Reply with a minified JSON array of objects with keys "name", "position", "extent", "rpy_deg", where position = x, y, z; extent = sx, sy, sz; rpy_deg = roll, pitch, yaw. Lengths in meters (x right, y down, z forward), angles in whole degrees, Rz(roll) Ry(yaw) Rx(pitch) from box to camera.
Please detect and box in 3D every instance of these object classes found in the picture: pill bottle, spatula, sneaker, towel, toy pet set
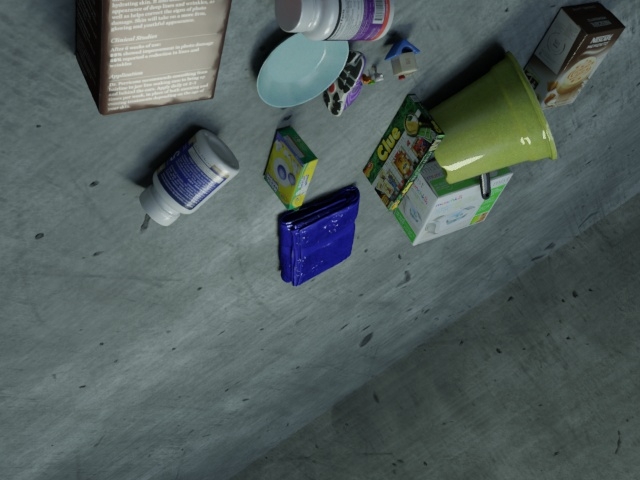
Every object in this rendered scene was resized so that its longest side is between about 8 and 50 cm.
[{"name":"pill bottle","position":[-0.259,-0.117,1.496],"extent":[0.187,0.112,0.112],"rpy_deg":[-40,153,15]},{"name":"pill bottle","position":[0.023,-0.397,1.315],"extent":[0.193,0.108,0.108],"rpy_deg":[-10,147,-36]},{"name":"spatula","position":[0.409,-0.234,1.976],"extent":[0.084,0.030,0.296],"rpy_deg":[-23,118,-15]},{"name":"sneaker","position":[0.056,-0.326,1.551],"extent":[0.071,0.068,0.170],"rpy_deg":[-36,167,-28]},{"name":"towel","position":[0.000,0.000,2.030],"extent":[0.228,0.076,0.308],"rpy_deg":[-23,153,-16]},{"name":"toy pet set","position":[0.142,-0.368,1.581],"extent":[0.122,0.065,0.114],"rpy_deg":[-15,-175,-26]}]

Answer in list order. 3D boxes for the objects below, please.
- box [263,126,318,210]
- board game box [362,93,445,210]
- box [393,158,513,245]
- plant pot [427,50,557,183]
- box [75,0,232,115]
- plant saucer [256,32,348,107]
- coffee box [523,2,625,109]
[{"name":"box","position":[-0.069,-0.147,1.659],"extent":[0.043,0.105,0.179],"rpy_deg":[-25,154,-29]},{"name":"board game box","position":[0.191,-0.204,1.811],"extent":[0.030,0.136,0.259],"rpy_deg":[-9,146,-33]},{"name":"box","position":[0.365,-0.132,2.145],"extent":[0.262,0.127,0.231],"rpy_deg":[-18,153,-24]},{"name":"plant pot","position":[0.381,-0.263,1.809],"extent":[0.254,0.276,0.276],"rpy_deg":[-25,156,11]},{"name":"box","position":[-0.231,-0.363,1.062],"extent":[0.191,0.143,0.381],"rpy_deg":[-14,151,-27]},{"name":"plant saucer","position":[-0.039,-0.334,1.441],"extent":[0.195,0.037,0.195],"rpy_deg":[-25,154,-13]},{"name":"coffee box","position":[0.603,-0.445,1.874],"extent":[0.141,0.098,0.246],"rpy_deg":[-17,151,-28]}]
